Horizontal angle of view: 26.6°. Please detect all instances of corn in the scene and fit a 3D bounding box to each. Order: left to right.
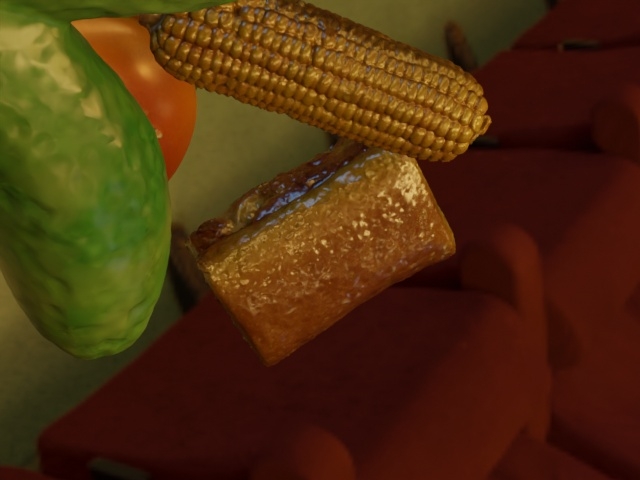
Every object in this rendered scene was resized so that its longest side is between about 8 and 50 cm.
[{"bbox_3d":[-0.002,-0.099,0.773,0.207,0.068,0.068,17,69,-9],"label":"corn"}]

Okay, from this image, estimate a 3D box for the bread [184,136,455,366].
[{"bbox_3d":[0.000,0.000,0.977,0.172,0.103,0.132,-34,130,-4],"label":"bread"}]

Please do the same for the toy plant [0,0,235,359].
[{"bbox_3d":[-0.173,-0.093,0.526,0.356,0.210,0.317,4,129,-44],"label":"toy plant"}]

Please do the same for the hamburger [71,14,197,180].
[{"bbox_3d":[-0.194,-0.090,0.868,0.246,0.246,0.170,19,52,-53],"label":"hamburger"}]
